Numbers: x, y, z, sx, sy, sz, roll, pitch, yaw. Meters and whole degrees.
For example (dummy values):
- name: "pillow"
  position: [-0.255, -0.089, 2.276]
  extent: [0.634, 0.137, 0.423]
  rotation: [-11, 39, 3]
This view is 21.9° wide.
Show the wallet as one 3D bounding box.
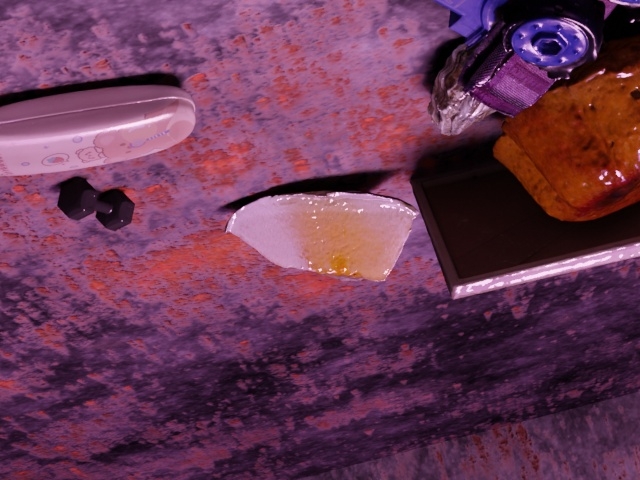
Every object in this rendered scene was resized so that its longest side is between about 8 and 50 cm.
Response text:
- name: "wallet"
  position: [0.195, -0.175, 1.382]
  extent: [0.166, 0.030, 0.111]
  rotation: [-49, 149, 15]

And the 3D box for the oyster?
- name: "oyster"
  position: [0.151, -0.148, 1.496]
  extent: [0.177, 0.064, 0.125]
  rotation: [-39, 165, 33]

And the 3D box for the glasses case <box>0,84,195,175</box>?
- name: "glasses case"
  position: [-0.206, -0.093, 1.399]
  extent: [0.204, 0.051, 0.081]
  rotation: [-10, 163, -11]

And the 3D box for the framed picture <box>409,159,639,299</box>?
- name: "framed picture"
  position: [0.267, -0.041, 1.686]
  extent: [0.324, 0.240, 0.020]
  rotation: [-14, 120, -1]

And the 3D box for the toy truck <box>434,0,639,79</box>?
- name: "toy truck"
  position: [0.147, -0.233, 1.137]
  extent: [0.177, 0.161, 0.213]
  rotation: [22, 146, -22]

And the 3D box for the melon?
- name: "melon"
  position: [0.000, -0.004, 1.761]
  extent: [0.202, 0.093, 0.139]
  rotation: [1, 178, -1]

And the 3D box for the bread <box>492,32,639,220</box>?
- name: "bread"
  position: [0.294, -0.118, 1.554]
  extent: [0.232, 0.135, 0.246]
  rotation: [-24, 168, -20]

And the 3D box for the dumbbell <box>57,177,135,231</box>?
- name: "dumbbell"
  position: [-0.215, -0.034, 1.591]
  extent: [0.040, 0.036, 0.083]
  rotation: [-25, 159, 25]
